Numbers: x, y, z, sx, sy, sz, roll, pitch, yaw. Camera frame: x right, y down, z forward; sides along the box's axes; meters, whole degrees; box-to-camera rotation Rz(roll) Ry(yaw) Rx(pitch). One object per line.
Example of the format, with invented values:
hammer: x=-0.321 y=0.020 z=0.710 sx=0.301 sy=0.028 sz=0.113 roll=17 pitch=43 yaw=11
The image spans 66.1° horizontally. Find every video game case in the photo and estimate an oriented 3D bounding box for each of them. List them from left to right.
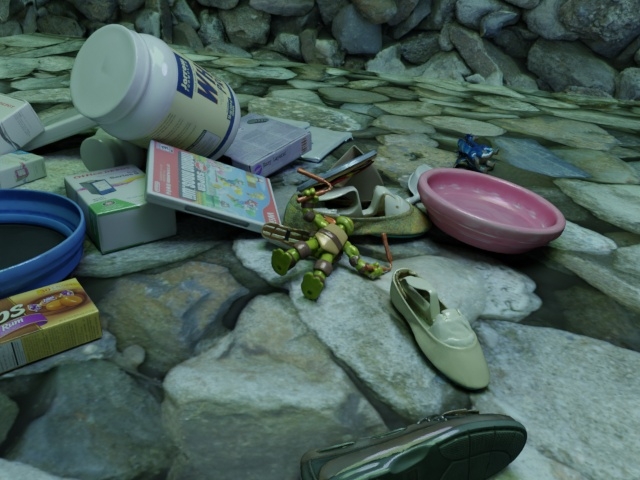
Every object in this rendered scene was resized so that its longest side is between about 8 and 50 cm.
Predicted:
video game case: x=-0.227 y=-0.112 z=1.051 sx=0.285 sy=0.025 sz=0.204 roll=16 pitch=33 yaw=-28

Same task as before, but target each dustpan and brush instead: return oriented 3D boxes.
dustpan and brush: x=0.273 y=-0.130 z=1.288 sx=0.147 sy=0.060 sz=0.211 roll=37 pitch=34 yaw=24

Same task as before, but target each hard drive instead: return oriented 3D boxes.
hard drive: x=-0.667 y=-0.349 z=1.390 sx=0.353 sy=0.047 sz=0.233 roll=-18 pitch=29 yaw=7

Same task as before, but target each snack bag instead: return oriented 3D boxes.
snack bag: x=-0.098 y=-0.343 z=1.617 sx=0.342 sy=0.037 sz=0.323 roll=15 pitch=30 yaw=17

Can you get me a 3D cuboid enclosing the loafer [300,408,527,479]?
loafer: x=0.106 y=0.236 z=0.557 sx=0.267 sy=0.096 sz=0.084 roll=-9 pitch=26 yaw=-20

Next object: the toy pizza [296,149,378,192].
toy pizza: x=0.039 y=-0.146 z=1.095 sx=0.201 sy=0.032 sz=0.201 roll=-25 pitch=8 yaw=4

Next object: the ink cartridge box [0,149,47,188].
ink cartridge box: x=-0.745 y=-0.170 z=1.181 sx=0.088 sy=0.052 sz=0.122 roll=17 pitch=30 yaw=21

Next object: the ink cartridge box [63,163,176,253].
ink cartridge box: x=-0.418 y=-0.074 z=1.023 sx=0.154 sy=0.093 sz=0.212 roll=-18 pitch=35 yaw=-35

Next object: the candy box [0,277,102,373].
candy box: x=-0.428 y=0.125 z=0.704 sx=0.186 sy=0.053 sz=0.109 roll=-17 pitch=36 yaw=-37

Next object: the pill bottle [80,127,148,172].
pill bottle: x=-0.493 y=-0.248 z=1.276 sx=0.136 sy=0.136 sz=0.246 roll=14 pitch=30 yaw=15

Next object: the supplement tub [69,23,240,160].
supplement tub: x=-0.367 y=-0.321 z=1.131 sx=0.235 sy=0.235 sz=0.325 roll=22 pitch=3 yaw=28

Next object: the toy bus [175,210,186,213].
toy bus: x=-0.309 y=-0.143 z=1.152 sx=0.191 sy=0.104 sz=0.202 roll=-13 pitch=34 yaw=-29

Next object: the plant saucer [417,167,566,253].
plant saucer: x=0.376 y=-0.067 z=1.122 sx=0.332 sy=0.084 sz=0.332 roll=10 pitch=27 yaw=-5

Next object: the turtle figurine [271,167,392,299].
turtle figurine: x=0.000 y=0.000 z=0.930 sx=0.269 sy=0.087 sz=0.217 roll=49 pitch=46 yaw=-1

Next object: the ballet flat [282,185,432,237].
ballet flat: x=0.092 y=-0.064 z=1.067 sx=0.348 sy=0.123 sz=0.123 roll=-3 pitch=30 yaw=-15

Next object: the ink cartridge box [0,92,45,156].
ink cartridge box: x=-0.839 y=-0.267 z=1.227 sx=0.158 sy=0.092 sz=0.218 roll=19 pitch=56 yaw=23

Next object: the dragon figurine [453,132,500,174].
dragon figurine: x=0.457 y=-0.261 z=1.510 sx=0.144 sy=0.085 sz=0.289 roll=20 pitch=32 yaw=25

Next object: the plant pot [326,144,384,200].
plant pot: x=0.092 y=-0.151 z=1.221 sx=0.096 sy=0.109 sz=0.109 roll=40 pitch=10 yaw=-33

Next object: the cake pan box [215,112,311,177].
cake pan box: x=-0.197 y=-0.268 z=1.395 sx=0.245 sy=0.070 sz=0.267 roll=22 pitch=43 yaw=31

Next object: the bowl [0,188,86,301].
bowl: x=-0.607 y=0.015 z=0.831 sx=0.391 sy=0.077 sz=0.391 roll=3 pitch=26 yaw=-1

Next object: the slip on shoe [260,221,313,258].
slip on shoe: x=-0.056 y=0.002 z=0.998 sx=0.135 sy=0.041 sz=0.051 roll=17 pitch=75 yaw=3

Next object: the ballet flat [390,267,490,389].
ballet flat: x=0.182 y=0.124 z=0.777 sx=0.086 sy=0.086 sz=0.248 roll=-7 pitch=32 yaw=-22
